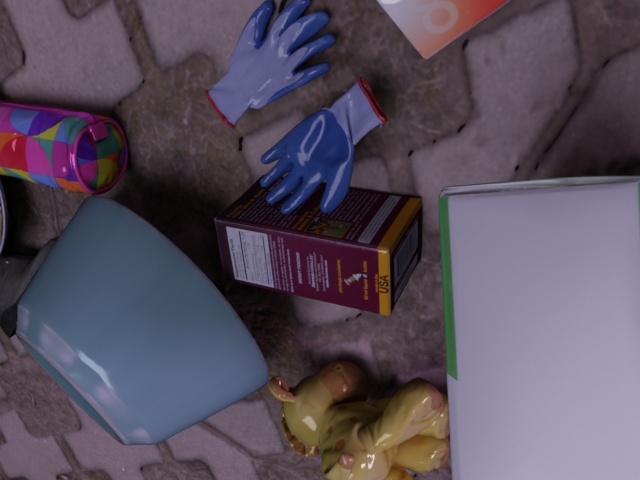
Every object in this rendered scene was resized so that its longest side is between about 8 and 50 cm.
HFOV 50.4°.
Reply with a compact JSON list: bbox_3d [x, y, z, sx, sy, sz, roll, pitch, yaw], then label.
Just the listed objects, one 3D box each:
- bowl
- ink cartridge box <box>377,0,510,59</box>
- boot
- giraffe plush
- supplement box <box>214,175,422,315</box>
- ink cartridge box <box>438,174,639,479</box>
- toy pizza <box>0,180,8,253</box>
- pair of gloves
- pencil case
[{"bbox_3d":[-0.228,0.117,0.792,0.311,0.163,0.311,34,151,22],"label":"bowl"},{"bbox_3d":[0.085,-0.247,0.504,0.145,0.045,0.179,-31,119,32],"label":"ink cartridge box"},{"bbox_3d":[-0.460,0.030,0.989,0.161,0.083,0.246,49,128,0],"label":"boot"},{"bbox_3d":[0.032,0.219,0.808,0.170,0.210,0.181,37,142,42],"label":"giraffe plush"},{"bbox_3d":[0.000,0.000,0.704,0.188,0.104,0.081,10,125,23],"label":"supplement box"},{"bbox_3d":[0.192,0.065,0.491,0.121,0.289,0.211,-3,91,29],"label":"ink cartridge box"},{"bbox_3d":[-0.505,-0.052,0.946,0.201,0.032,0.201,9,107,33],"label":"toy pizza"},{"bbox_3d":[-0.024,-0.124,0.649,0.159,0.023,0.198,-38,80,32],"label":"pair of gloves"},{"bbox_3d":[-0.351,-0.121,0.818,0.236,0.104,0.104,13,125,19],"label":"pencil case"}]
